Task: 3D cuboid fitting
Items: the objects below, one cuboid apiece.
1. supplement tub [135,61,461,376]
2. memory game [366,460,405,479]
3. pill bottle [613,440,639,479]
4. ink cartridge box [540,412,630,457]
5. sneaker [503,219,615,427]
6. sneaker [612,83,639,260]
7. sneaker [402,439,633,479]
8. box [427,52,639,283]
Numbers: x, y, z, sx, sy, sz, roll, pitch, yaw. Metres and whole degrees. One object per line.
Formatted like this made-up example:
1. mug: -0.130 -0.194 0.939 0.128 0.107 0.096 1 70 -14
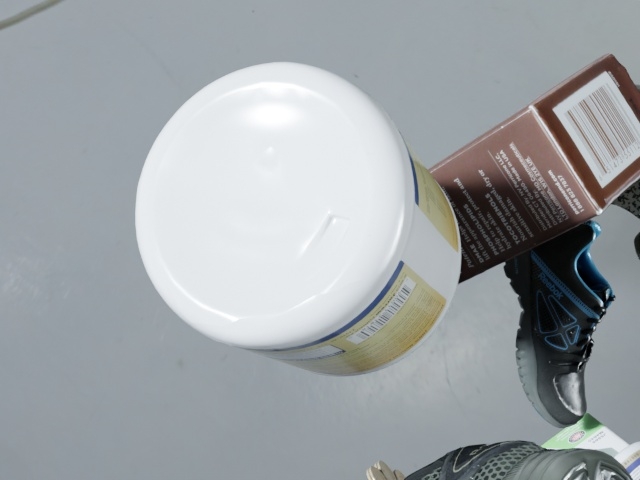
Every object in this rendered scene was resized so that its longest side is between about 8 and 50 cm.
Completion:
1. supplement tub: 0.000 0.000 0.943 0.228 0.316 0.228 -4 76 17
2. memory game: 0.114 0.347 1.285 0.012 0.186 0.186 -39 102 14
3. pill bottle: 0.355 0.284 1.042 0.094 0.169 0.094 -23 135 -26
4. ink cartridge box: 0.416 0.404 1.605 0.198 0.273 0.115 -35 109 -6
5. sneaker: 0.361 0.124 1.562 0.139 0.125 0.341 -4 110 28
6. sneaker: 0.485 -0.036 1.351 0.410 0.158 0.182 29 121 -18
7. sneaker: 0.067 0.196 0.446 0.087 0.130 0.227 1 87 -33
8. box: 0.190 -0.048 1.242 0.381 0.191 0.143 -30 92 48
